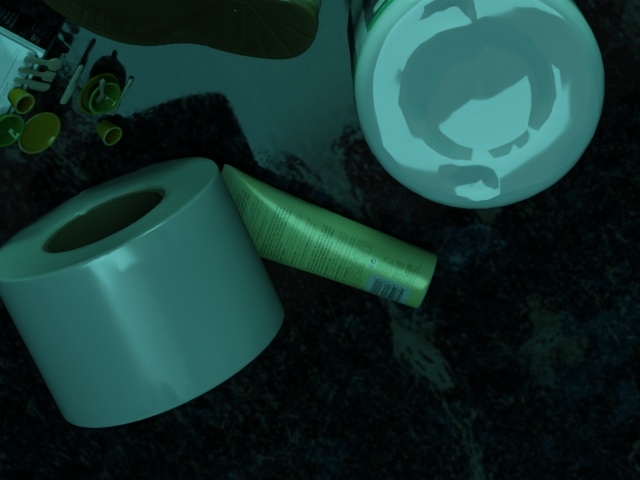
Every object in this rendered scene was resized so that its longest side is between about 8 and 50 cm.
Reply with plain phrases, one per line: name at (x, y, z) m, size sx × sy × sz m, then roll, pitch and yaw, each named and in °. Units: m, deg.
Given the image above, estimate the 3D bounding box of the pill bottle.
pill bottle at (0.127, -0.177, 1.512) m, size 0.204 × 0.361 × 0.204 m, roll 0°, pitch 111°, yaw 0°

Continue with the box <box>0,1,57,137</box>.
box at (-0.426, -0.193, 1.647) m, size 0.290 × 0.087 × 0.169 m, roll 29°, pitch 107°, yaw -10°

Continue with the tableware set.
tableware set at (-0.250, -0.123, 1.657) m, size 0.154 × 0.024 × 0.104 m, roll 8°, pitch 118°, yaw -52°

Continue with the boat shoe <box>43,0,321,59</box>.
boat shoe at (-0.139, -0.247, 1.641) m, size 0.285 × 0.089 × 0.104 m, roll 14°, pitch 136°, yaw -3°

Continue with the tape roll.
tape roll at (-0.178, 0.048, 1.656) m, size 0.246 × 0.246 × 0.169 m, roll -22°, pitch 108°, yaw 7°

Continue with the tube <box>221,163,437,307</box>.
tube at (0.000, 0.000, 1.742) m, size 0.240 × 0.062 × 0.070 m, roll 19°, pitch 74°, yaw -2°
